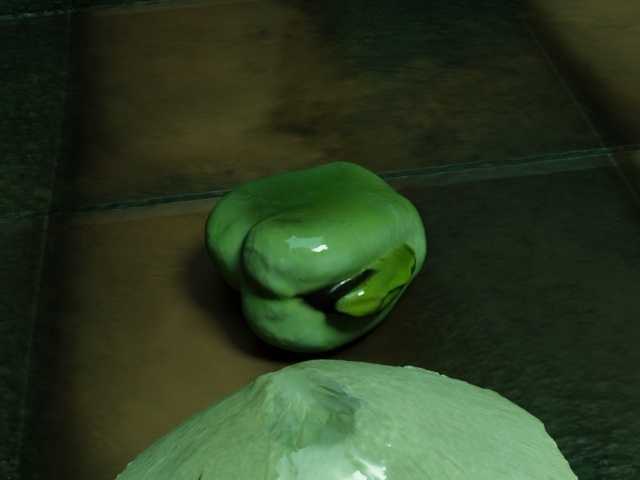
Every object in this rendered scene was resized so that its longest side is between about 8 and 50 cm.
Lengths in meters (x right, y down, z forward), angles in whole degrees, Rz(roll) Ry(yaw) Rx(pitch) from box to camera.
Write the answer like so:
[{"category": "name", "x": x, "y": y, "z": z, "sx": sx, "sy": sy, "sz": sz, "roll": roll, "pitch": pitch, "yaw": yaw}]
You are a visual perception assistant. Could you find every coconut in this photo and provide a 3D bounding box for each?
[{"category": "coconut", "x": 0.017, "y": 0.167, "z": 0.624, "sx": 0.244, "sy": 0.247, "sz": 0.245, "roll": -3, "pitch": 28, "yaw": 2}]

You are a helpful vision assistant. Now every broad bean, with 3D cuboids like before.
[{"category": "broad bean", "x": 0.000, "y": 0.000, "z": 1.074, "sx": 0.169, "sy": 0.100, "sz": 0.228, "roll": -6, "pitch": 27, "yaw": -17}]
